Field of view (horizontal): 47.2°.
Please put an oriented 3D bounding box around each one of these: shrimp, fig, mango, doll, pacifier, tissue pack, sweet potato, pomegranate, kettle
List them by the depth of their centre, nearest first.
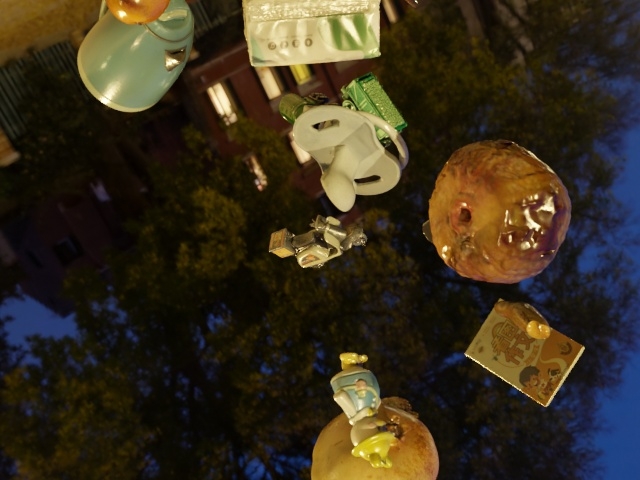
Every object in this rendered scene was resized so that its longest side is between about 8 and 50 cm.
[{"bbox_3d":[-0.346,-0.520,1.423,0.112,0.145,0.219,0,-115,31],"label":"mango"},{"bbox_3d":[0.396,-0.071,1.465,0.368,0.286,0.286,-15,-173,-43],"label":"fig"},{"bbox_3d":[0.087,0.350,1.499,0.098,0.135,0.241,-18,-119,-4],"label":"doll"},{"bbox_3d":[0.058,-0.160,1.565,0.227,0.279,0.207,-6,-130,38],"label":"pacifier"},{"bbox_3d":[0.132,0.525,1.734,0.319,0.319,0.319,-23,-161,8],"label":"pomegranate"},{"bbox_3d":[-0.459,-0.539,1.851,0.247,0.319,0.342,-26,179,-39],"label":"kettle"},{"bbox_3d":[0.198,0.440,1.921,0.101,0.042,0.190,-25,-171,-25],"label":"shrimp"},{"bbox_3d":[-0.028,-0.596,1.978,0.356,0.194,0.266,-6,-149,-6],"label":"tissue pack"},{"bbox_3d":[0.548,0.201,2.020,0.077,0.077,0.243,-28,-158,-7],"label":"sweet potato"}]

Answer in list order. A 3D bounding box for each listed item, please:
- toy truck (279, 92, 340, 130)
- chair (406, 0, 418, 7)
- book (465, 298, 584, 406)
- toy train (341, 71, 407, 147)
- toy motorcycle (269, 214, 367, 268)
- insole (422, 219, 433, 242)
[{"bbox_3d":[-0.031,-0.357,2.073,0.125,0.101,0.242,0,-159,-22],"label":"toy truck"},{"bbox_3d":[0.129,-0.605,1.401,0.186,0.319,0.160,-14,-119,49],"label":"chair"},{"bbox_3d":[0.604,0.329,2.185,0.295,0.020,0.208,32,-91,37],"label":"book"},{"bbox_3d":[0.181,-0.459,2.585,0.115,0.269,0.154,-30,174,-41],"label":"toy train"},{"bbox_3d":[0.000,0.000,2.002,0.263,0.157,0.091,-21,-129,40],"label":"toy motorcycle"},{"bbox_3d":[0.403,-0.023,1.900,0.309,0.110,0.012,-5,-155,40],"label":"insole"}]
